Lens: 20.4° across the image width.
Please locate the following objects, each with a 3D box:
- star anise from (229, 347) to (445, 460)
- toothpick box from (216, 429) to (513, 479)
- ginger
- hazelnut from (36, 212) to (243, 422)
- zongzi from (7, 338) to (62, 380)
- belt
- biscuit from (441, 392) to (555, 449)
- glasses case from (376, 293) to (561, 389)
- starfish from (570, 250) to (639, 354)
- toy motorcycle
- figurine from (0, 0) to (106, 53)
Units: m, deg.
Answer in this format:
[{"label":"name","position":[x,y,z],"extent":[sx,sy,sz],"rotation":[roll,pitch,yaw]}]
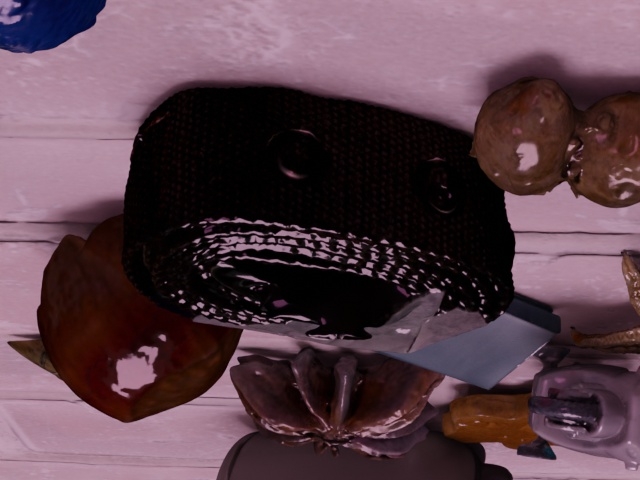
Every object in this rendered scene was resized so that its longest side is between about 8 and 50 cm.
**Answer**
[{"label":"star anise","position":[0.026,0.166,1.823],"extent":[0.236,0.093,0.229],"rotation":[-22,142,40]},{"label":"toothpick box","position":[0.059,0.309,2.016],"extent":[0.316,0.229,0.229],"rotation":[-5,157,25]},{"label":"ginger","position":[0.206,-0.064,1.214],"extent":[0.204,0.080,0.104],"rotation":[7,153,-5]},{"label":"hazelnut","position":[-0.146,0.059,1.510],"extent":[0.170,0.160,0.201],"rotation":[12,123,-52]},{"label":"zongzi","position":[-0.264,0.106,1.788],"extent":[0.083,0.040,0.076],"rotation":[30,143,-17]},{"label":"belt","position":[0.000,0.000,1.295],"extent":[0.289,0.164,0.184],"rotation":[9,149,-14]},{"label":"biscuit","position":[0.257,0.194,1.918],"extent":[0.249,0.035,0.184],"rotation":[3,161,0]},{"label":"glasses case","position":[0.087,0.055,1.591],"extent":[0.266,0.056,0.105],"rotation":[21,129,-37]},{"label":"starfish","position":[0.308,0.079,1.606],"extent":[0.138,0.050,0.247],"rotation":[7,155,-4]},{"label":"toy motorcycle","position":[0.275,0.163,1.681],"extent":[0.171,0.110,0.260],"rotation":[9,177,8]},{"label":"figurine","position":[-0.198,-0.158,0.980],"extent":[0.262,0.120,0.164],"rotation":[-11,158,38]}]
